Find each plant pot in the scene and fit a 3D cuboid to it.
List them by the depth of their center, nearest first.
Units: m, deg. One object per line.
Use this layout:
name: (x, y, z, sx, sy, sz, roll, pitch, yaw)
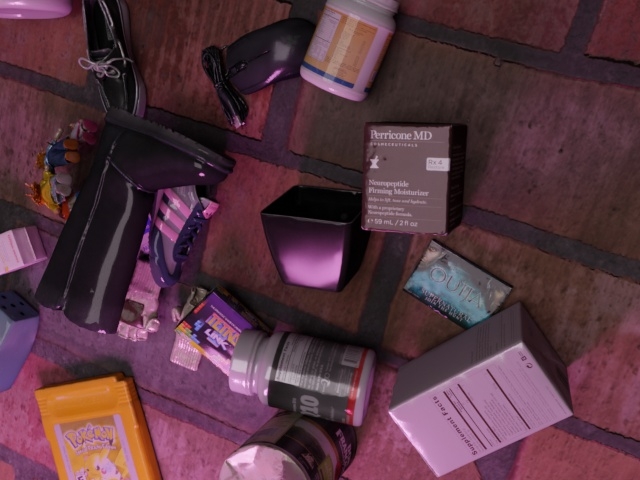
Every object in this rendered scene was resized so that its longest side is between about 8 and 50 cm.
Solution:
plant pot: (0.000, 0.000, 1.550, 0.188, 0.187, 0.167, 8, 113, 19)
plant pot: (-0.824, 0.250, 1.903, 0.165, 0.166, 0.234, 39, 103, 10)

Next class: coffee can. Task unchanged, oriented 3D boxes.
coffee can: (-0.061, 0.464, 1.591, 0.202, 0.275, 0.201, 4, 101, 20)

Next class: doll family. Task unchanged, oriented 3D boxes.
doll family: (-0.595, -0.162, 1.728, 0.163, 0.118, 0.263, -11, 73, 50)

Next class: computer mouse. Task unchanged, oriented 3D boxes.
computer mouse: (-0.124, -0.367, 1.585, 0.272, 0.072, 0.188, -23, 90, 22)

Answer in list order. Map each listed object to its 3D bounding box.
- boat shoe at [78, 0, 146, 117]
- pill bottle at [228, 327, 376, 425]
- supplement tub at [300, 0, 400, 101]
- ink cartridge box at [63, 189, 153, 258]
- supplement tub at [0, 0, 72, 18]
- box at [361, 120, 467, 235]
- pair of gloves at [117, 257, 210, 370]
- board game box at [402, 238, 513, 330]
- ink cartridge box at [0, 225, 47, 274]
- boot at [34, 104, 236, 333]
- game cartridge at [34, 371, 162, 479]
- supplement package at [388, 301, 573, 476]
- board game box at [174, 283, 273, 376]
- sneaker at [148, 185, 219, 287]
boat shoe: (-0.465, -0.397, 1.688, 0.113, 0.105, 0.306, 0, 99, 20)
pill bottle: (-0.036, 0.279, 1.593, 0.283, 0.161, 0.161, 10, 103, 10)
supplement tub: (0.058, -0.385, 1.475, 0.144, 0.144, 0.199, 28, 107, 14)
ink cartridge box: (-0.476, -0.044, 1.783, 0.206, 0.045, 0.208, -25, 89, 23)
supplement tub: (-0.662, -0.652, 1.652, 0.228, 0.228, 0.316, 3, 100, 20)
box: (0.180, -0.123, 1.461, 0.169, 0.167, 0.203, 4, 100, 20)
pair of gloves: (-0.352, 0.174, 1.758, 0.240, 0.042, 0.204, 28, 107, 2)
board game box: (0.275, 0.096, 1.539, 0.186, 0.026, 0.126, 32, 109, 13)
ink cartridge box: (-0.751, 0.026, 1.873, 0.143, 0.090, 0.092, -18, 93, 21)
boot: (-0.382, -0.017, 1.552, 0.367, 0.146, 0.445, 24, 91, 40)
game cartridge: (-0.554, 0.502, 1.902, 0.285, 0.053, 0.323, -14, 95, 22)
supplement package: (0.305, 0.285, 1.466, 0.293, 0.177, 0.175, -33, 100, 22)
board game box: (-0.214, 0.203, 1.701, 0.170, 0.048, 0.141, 42, 112, -10)
sneaker: (-0.291, -0.048, 1.666, 0.131, 0.112, 0.319, 8, 95, 16)
